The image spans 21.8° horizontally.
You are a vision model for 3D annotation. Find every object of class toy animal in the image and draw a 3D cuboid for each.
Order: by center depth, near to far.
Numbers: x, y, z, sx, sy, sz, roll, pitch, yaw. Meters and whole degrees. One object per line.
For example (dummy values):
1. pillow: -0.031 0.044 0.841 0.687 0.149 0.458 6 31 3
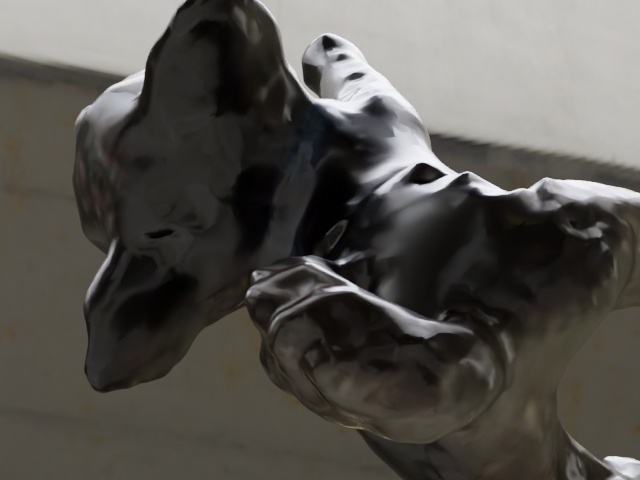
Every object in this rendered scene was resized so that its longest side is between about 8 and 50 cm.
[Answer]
1. toy animal: 0.000 0.000 0.779 0.303 0.344 0.194 6 -72 -55
